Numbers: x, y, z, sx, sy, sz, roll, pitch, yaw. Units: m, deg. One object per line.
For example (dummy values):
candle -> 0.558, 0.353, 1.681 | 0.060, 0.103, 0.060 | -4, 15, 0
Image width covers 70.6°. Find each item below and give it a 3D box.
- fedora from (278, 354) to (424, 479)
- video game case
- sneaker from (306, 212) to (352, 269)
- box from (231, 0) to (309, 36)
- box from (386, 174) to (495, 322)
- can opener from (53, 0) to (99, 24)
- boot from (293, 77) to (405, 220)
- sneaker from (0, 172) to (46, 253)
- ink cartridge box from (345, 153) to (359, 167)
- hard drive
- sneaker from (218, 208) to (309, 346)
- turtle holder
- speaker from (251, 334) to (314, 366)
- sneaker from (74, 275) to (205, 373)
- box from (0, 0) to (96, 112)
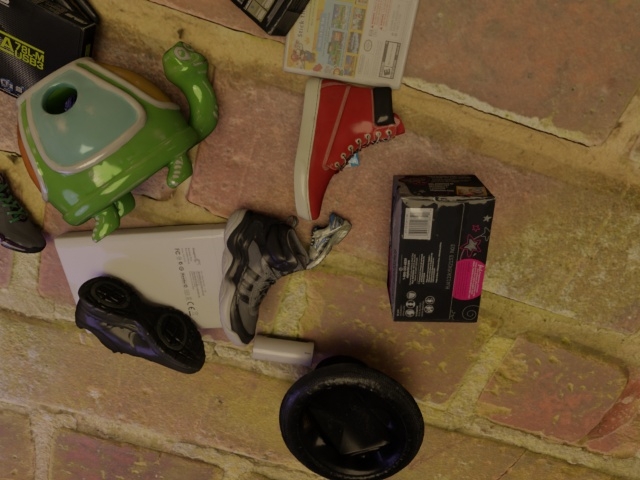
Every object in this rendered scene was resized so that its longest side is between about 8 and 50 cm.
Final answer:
fedora -> 0.069, 0.375, 1.010 | 0.333, 0.152, 0.334 | 1, 115, 2
video game case -> 0.053, -0.378, 0.737 | 0.206, 0.026, 0.227 | 9, 116, -2
sneaker -> 0.000, 0.000, 0.904 | 0.058, 0.052, 0.135 | 41, 102, -5
box -> -0.067, -0.426, 0.667 | 0.147, 0.077, 0.180 | 40, 117, -3
box -> 0.211, 0.013, 0.846 | 0.163, 0.142, 0.247 | 1, 113, 3
can opener -> -0.435, -0.424, 0.725 | 0.186, 0.073, 0.059 | 43, 70, -19
boot -> 0.050, -0.146, 0.773 | 0.176, 0.088, 0.244 | 8, 93, 3
sneaker -> -0.622, -0.070, 0.874 | 0.223, 0.083, 0.098 | 41, 105, -14
ink cartridge box -> 0.027, -0.158, 0.836 | 0.083, 0.028, 0.048 | -9, 113, 7
hard drive -> -0.345, 0.085, 0.952 | 0.352, 0.047, 0.233 | -3, 115, 3
sneaker -> -0.104, 0.075, 0.863 | 0.153, 0.101, 0.269 | 3, 93, 14
turtle holder -> -0.318, -0.174, 0.724 | 0.320, 0.243, 0.227 | -30, 110, 15
speaker -> -0.084, 0.247, 1.011 | 0.136, 0.055, 0.055 | 8, 115, -1
sneaker -> -0.370, 0.191, 0.932 | 0.286, 0.109, 0.130 | 35, 121, -7
box -> -0.485, -0.317, 0.752 | 0.190, 0.045, 0.184 | 27, 130, -10
